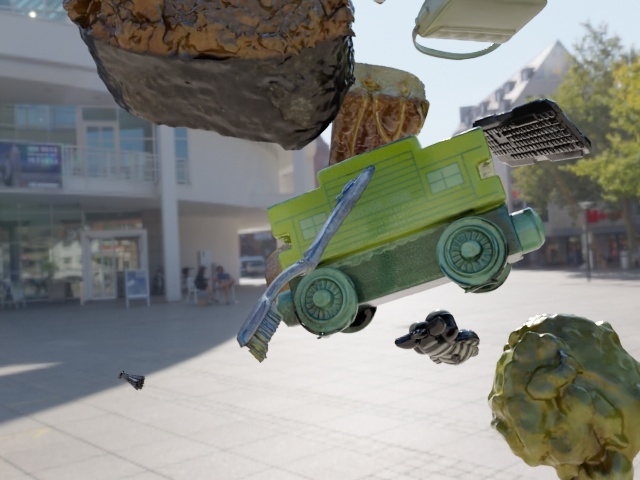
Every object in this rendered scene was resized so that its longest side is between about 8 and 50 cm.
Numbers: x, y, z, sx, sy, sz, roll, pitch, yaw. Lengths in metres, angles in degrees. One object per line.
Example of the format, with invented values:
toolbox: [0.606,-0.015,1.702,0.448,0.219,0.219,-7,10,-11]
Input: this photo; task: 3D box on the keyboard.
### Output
keyboard: [0.311,-0.157,0.963,0.016,0.106,0.262,-47,9,-4]

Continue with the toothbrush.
toothbrush: [0.000,0.000,0.806,0.035,0.042,0.413,-40,11,41]

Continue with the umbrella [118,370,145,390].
umbrella: [-0.376,0.277,1.264,0.083,0.032,0.020,9,-14,42]

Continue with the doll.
doll: [0.200,0.163,1.039,0.091,0.067,0.219,-30,-32,21]

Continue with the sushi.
sushi: [-0.120,-0.261,0.785,0.348,0.235,0.208,7,-30,8]

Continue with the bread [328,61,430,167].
bread: [0.108,-0.217,1.281,0.184,0.114,0.275,8,-32,1]

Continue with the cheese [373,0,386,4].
cheese: [0.093,-0.699,1.596,0.202,0.091,0.175,29,-15,15]

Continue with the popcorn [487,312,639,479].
popcorn: [0.353,0.236,0.903,0.232,0.266,0.192,-2,-26,-9]

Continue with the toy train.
toy train: [0.115,-0.013,1.016,0.441,0.273,0.179,-20,-16,14]

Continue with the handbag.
handbag: [0.303,-0.445,1.277,0.255,0.079,0.219,-4,-22,-27]

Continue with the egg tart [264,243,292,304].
egg tart: [-0.001,0.068,1.272,0.170,0.215,0.215,-26,-13,25]
